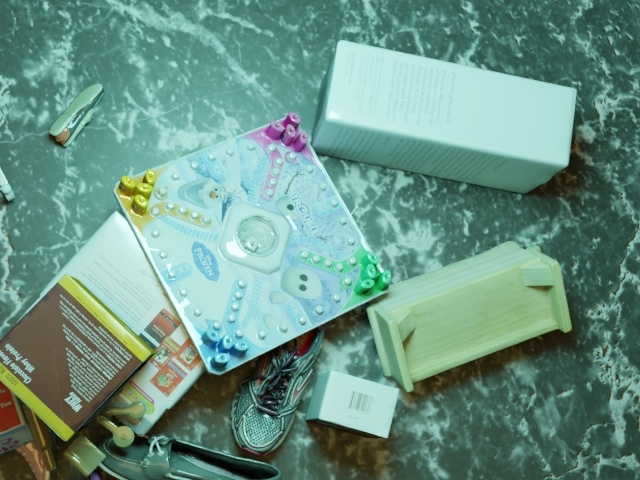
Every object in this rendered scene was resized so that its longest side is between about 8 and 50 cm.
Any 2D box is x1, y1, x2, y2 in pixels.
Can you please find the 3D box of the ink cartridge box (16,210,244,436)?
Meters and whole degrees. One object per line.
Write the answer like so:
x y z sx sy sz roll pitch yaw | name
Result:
-0.340 0.152 1.875 0.309 0.130 0.272 42 82 1 | ink cartridge box

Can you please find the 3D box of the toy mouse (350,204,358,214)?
0.000 0.000 2.002 0.143 0.031 0.161 5 80 -7 | toy mouse

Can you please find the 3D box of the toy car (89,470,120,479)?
-0.386 0.469 1.824 0.182 0.159 0.136 4 45 -7 | toy car

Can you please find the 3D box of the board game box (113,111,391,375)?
-0.114 -0.010 1.872 0.390 0.050 0.390 -24 78 -26 | board game box

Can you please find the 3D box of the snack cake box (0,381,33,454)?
-0.647 0.318 1.804 0.264 0.089 0.152 -22 64 -10 | snack cake box

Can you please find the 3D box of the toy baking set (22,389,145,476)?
-0.414 0.270 1.784 0.196 0.030 0.256 -23 87 -7 | toy baking set

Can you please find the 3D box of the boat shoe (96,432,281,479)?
-0.229 0.396 1.850 0.335 0.112 0.095 21 115 -10 | boat shoe

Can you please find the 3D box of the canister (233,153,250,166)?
-0.145 -0.064 1.972 0.126 0.073 0.170 -32 88 -13 | canister

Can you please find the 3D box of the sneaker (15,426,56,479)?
-0.510 0.387 1.856 0.070 0.051 0.134 -3 81 -2 | sneaker

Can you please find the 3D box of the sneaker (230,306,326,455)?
-0.079 0.247 1.908 0.121 0.112 0.299 21 79 -4 | sneaker

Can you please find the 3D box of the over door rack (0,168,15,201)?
-0.736 -0.174 1.889 0.239 0.108 0.324 -26 85 -12 | over door rack

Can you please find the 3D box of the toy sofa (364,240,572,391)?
0.275 0.138 1.976 0.362 0.177 0.150 -19 108 -11 | toy sofa

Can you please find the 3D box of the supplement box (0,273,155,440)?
-0.410 0.191 1.710 0.191 0.129 0.194 43 82 0 | supplement box

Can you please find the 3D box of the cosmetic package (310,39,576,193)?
0.224 -0.226 1.973 0.453 0.230 0.161 11 78 -7 | cosmetic package

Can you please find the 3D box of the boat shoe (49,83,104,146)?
-0.455 -0.239 1.974 0.137 0.049 0.043 -53 133 -15 | boat shoe

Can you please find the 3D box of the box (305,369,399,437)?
0.055 0.299 1.887 0.130 0.170 0.091 16 77 -5 | box
